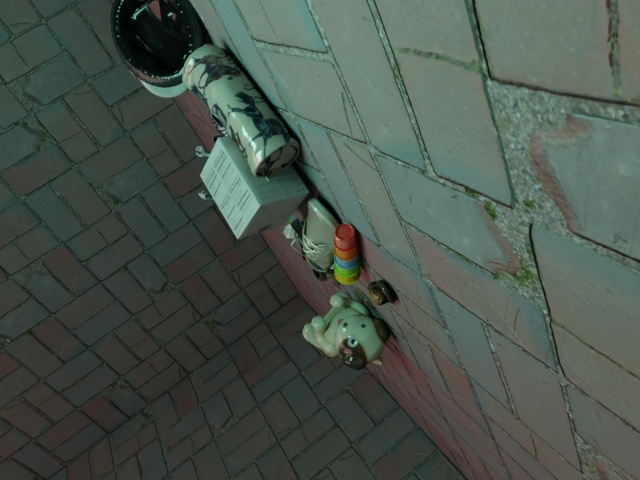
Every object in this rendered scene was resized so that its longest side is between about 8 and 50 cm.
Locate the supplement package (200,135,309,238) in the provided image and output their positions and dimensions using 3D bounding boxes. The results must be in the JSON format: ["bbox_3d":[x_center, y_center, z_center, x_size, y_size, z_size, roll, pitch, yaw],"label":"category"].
[{"bbox_3d":[-0.216,-0.182,1.634,0.262,0.199,0.198,57,138,15],"label":"supplement package"}]

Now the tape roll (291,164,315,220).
[{"bbox_3d":[-0.099,-0.176,1.800,0.219,0.072,0.219,52,171,12],"label":"tape roll"}]

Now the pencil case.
[{"bbox_3d":[-0.234,-0.370,1.500,0.410,0.160,0.183,53,155,7],"label":"pencil case"}]

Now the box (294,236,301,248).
[{"bbox_3d":[-0.065,0.032,2.439,0.186,0.038,0.145,52,170,16],"label":"box"}]

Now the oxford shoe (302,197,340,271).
[{"bbox_3d":[0.000,0.000,1.779,0.169,0.130,0.449,52,169,20],"label":"oxford shoe"}]

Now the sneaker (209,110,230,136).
[{"bbox_3d":[-0.354,-0.432,2.037,0.282,0.099,0.153,56,172,2],"label":"sneaker"}]

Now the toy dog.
[{"bbox_3d":[0.130,0.418,2.160,0.395,0.285,0.408,54,168,-1],"label":"toy dog"}]

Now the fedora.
[{"bbox_3d":[-0.503,-0.665,1.642,0.334,0.334,0.152,55,-160,-7],"label":"fedora"}]

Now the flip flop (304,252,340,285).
[{"bbox_3d":[-0.001,0.130,2.227,0.112,0.080,0.277,54,-170,35],"label":"flip flop"}]

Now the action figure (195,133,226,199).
[{"bbox_3d":[-0.354,-0.287,2.035,0.370,0.276,0.247,142,122,-70],"label":"action figure"}]

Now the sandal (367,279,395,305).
[{"bbox_3d":[0.189,0.178,1.688,0.090,0.060,0.219,55,170,-5],"label":"sandal"}]

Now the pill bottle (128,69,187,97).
[{"bbox_3d":[-0.698,-0.759,2.162,0.392,0.224,0.224,43,165,49],"label":"pill bottle"}]

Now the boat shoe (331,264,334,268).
[{"bbox_3d":[0.031,0.079,2.170,0.100,0.035,0.035,60,173,6],"label":"boat shoe"}]

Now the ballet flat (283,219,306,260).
[{"bbox_3d":[-0.101,-0.021,2.256,0.280,0.096,0.095,59,170,-24],"label":"ballet flat"}]

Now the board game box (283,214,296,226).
[{"bbox_3d":[-0.148,-0.145,2.033,0.154,0.104,0.026,56,170,-14],"label":"board game box"}]

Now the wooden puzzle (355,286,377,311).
[{"bbox_3d":[0.183,0.243,2.068,0.116,0.014,0.078,42,165,48],"label":"wooden puzzle"}]

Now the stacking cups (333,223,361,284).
[{"bbox_3d":[0.084,0.037,1.657,0.096,0.096,0.316,49,165,26],"label":"stacking cups"}]
